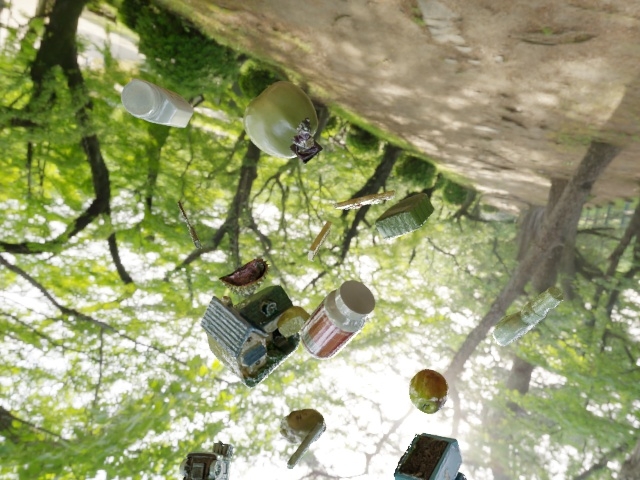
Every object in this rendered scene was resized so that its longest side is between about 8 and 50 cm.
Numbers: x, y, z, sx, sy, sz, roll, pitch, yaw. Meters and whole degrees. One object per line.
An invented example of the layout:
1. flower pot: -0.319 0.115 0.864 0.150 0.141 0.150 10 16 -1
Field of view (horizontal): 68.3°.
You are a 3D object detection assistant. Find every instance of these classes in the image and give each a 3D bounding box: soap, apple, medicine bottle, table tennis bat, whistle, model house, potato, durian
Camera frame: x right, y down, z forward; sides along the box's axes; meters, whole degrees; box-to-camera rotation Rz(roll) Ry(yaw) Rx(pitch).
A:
1. soap: -0.001 0.000 2.646 0.037 0.092 0.252 23 -128 11
2. apple: 0.505 0.713 2.215 0.196 0.196 0.196 11 -174 -1
3. medicine bottle: 0.044 0.220 1.297 0.131 0.250 0.131 18 -135 -19
4. apple: -0.187 -0.575 2.276 0.357 0.357 0.357 11 -174 -1
5. table tennis bat: -0.489 -0.049 1.783 0.022 0.173 0.301 -24 -145 -12
6. whistle: 0.550 0.209 1.273 0.126 0.258 0.067 -17 -119 -33
7. medicine bottle: -0.567 -0.473 1.632 0.179 0.124 0.324 33 -169 -4
8. model house: -0.307 0.396 2.195 0.382 0.342 0.334 -30 -136 -34
9. potato: -0.071 0.788 2.000 0.200 0.137 0.154 6 152 -25
10. durian: -0.255 0.157 1.722 0.187 0.108 0.119 -28 -131 -14

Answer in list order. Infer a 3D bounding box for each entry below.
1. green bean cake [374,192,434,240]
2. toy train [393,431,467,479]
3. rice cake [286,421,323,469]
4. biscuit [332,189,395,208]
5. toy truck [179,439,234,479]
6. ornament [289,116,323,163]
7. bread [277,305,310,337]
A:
1. green bean cake: 0.396 -0.109 2.236 0.248 0.125 0.222 -20 -163 44
2. toy train: 0.393 0.849 1.667 0.188 0.265 0.300 -6 -160 38
3. rice cake: -0.057 0.781 1.790 0.034 0.043 0.211 25 -138 25
4. biscuit: 0.147 -0.138 1.685 0.240 0.035 0.158 -15 -179 -33
5. toy truck: -0.361 0.822 1.511 0.133 0.338 0.184 -6 154 17
6. ornament: -0.055 -0.309 1.419 0.088 0.081 0.203 45 178 8
7. bread: -0.116 0.350 2.091 0.086 0.156 0.125 44 -155 -29
